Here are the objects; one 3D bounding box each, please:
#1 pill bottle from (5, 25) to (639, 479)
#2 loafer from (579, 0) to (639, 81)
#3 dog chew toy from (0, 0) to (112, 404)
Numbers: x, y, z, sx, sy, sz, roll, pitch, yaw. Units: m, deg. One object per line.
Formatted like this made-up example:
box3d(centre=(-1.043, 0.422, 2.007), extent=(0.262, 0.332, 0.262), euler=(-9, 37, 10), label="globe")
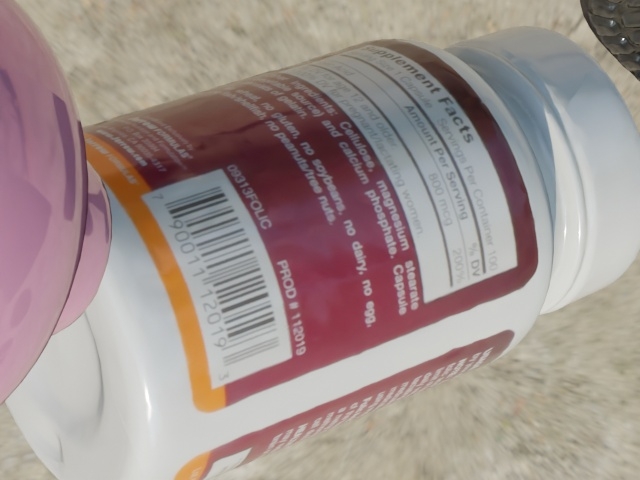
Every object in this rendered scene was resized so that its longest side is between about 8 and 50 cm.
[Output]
box3d(centre=(0.000, 0.000, 1.176), extent=(0.392, 0.224, 0.224), euler=(-19, 85, -31), label="pill bottle")
box3d(centre=(0.249, -0.076, 0.827), extent=(0.134, 0.366, 0.130), euler=(4, 67, 38), label="loafer")
box3d(centre=(-0.195, -0.027, 0.384), extent=(0.332, 0.206, 0.207), euler=(12, 87, -34), label="dog chew toy")
